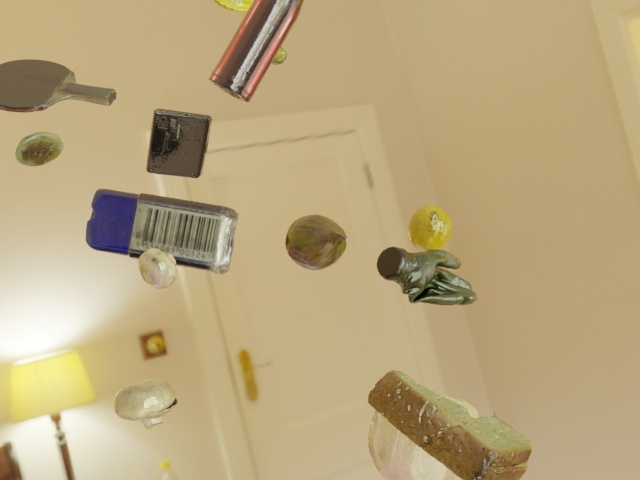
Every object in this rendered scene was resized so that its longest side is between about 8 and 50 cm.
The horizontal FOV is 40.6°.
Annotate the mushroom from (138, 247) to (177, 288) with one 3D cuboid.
[{"bbox_3d":[-0.313,0.053,1.676,0.067,0.083,0.083,-30,7,-37],"label":"mushroom"}]

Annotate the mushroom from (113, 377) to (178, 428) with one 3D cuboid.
[{"bbox_3d":[-0.430,0.404,2.130,0.154,0.122,0.154,-14,5,1],"label":"mushroom"}]

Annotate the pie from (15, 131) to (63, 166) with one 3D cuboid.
[{"bbox_3d":[-0.481,-0.157,1.483,0.085,0.017,0.085,-26,-25,-13],"label":"pie"}]

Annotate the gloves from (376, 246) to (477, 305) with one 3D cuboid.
[{"bbox_3d":[0.234,0.079,1.892,0.268,0.135,0.107,22,-4,-31],"label":"gloves"}]

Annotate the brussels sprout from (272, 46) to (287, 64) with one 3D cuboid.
[{"bbox_3d":[-0.118,-0.444,2.023,0.051,0.046,0.083,-18,-37,42],"label":"brussels sprout"}]

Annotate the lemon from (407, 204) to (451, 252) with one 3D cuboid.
[{"bbox_3d":[0.269,-0.026,2.130,0.109,0.109,0.133,-13,-44,-22],"label":"lemon"}]

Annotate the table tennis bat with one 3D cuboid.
[{"bbox_3d":[-0.420,-0.234,1.326,0.220,0.019,0.130,10,45,11],"label":"table tennis bat"}]

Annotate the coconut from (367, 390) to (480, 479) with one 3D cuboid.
[{"bbox_3d":[0.274,0.538,2.285,0.297,0.254,0.297,16,11,-3],"label":"coconut"}]

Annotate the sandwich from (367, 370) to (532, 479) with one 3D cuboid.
[{"bbox_3d":[0.259,0.368,1.682,0.288,0.099,0.254,34,11,31],"label":"sandwich"}]

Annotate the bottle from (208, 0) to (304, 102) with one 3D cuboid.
[{"bbox_3d":[-0.067,-0.246,1.015,0.060,0.164,0.060,30,1,0],"label":"bottle"}]

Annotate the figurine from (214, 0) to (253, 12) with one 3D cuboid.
[{"bbox_3d":[-0.146,-0.518,1.819,0.178,0.129,0.109,22,-29,-15],"label":"figurine"}]

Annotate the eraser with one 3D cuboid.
[{"bbox_3d":[-0.356,-0.020,1.967,0.332,0.155,0.101,9,-6,4],"label":"eraser"}]

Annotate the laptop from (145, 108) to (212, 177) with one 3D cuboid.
[{"bbox_3d":[-0.374,-0.252,2.282,0.154,0.026,0.207,7,-47,-13],"label":"laptop"}]

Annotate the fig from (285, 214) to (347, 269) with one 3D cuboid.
[{"bbox_3d":[0.000,0.000,1.631,0.109,0.103,0.155,20,-20,-21],"label":"fig"}]
